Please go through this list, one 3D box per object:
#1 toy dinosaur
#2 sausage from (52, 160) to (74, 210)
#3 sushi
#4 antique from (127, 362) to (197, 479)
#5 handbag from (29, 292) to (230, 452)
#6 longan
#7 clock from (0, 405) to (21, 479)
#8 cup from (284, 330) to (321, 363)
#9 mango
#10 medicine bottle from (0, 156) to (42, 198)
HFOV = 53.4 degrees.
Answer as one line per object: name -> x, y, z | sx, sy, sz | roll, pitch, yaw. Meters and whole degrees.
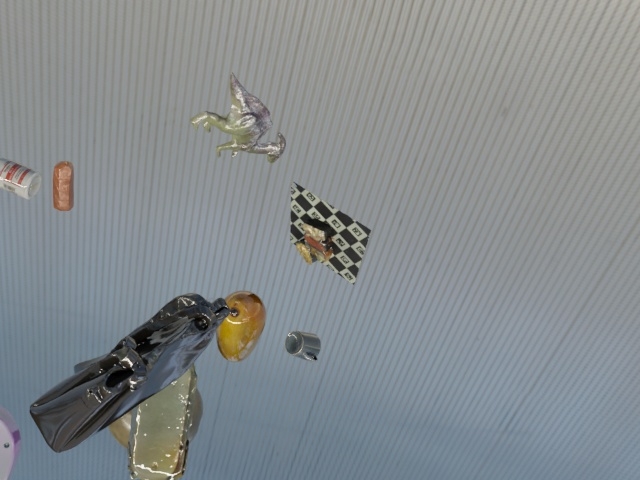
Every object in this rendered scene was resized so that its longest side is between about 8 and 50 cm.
toy dinosaur -> -0.187, -0.263, 1.483 | 0.162, 0.077, 0.294 | -22, 156, 7
sausage -> -0.811, -0.180, 2.007 | 0.065, 0.065, 0.169 | 12, 116, 1
sushi -> 0.000, 0.000, 1.776 | 0.264, 0.050, 0.290 | 34, 148, 17
antique -> -0.354, 0.396, 1.412 | 0.125, 0.284, 0.150 | 7, 171, -19
handbag -> -0.293, 0.198, 1.019 | 0.257, 0.285, 0.113 | -36, 86, 39
longan -> -0.564, 0.588, 2.178 | 0.319, 0.319, 0.319 | 4, 124, 6
clock -> -0.807, 0.460, 1.314 | 0.338, 0.338, 0.102 | 32, 163, -12
cup -> -0.046, 0.299, 1.767 | 0.078, 0.100, 0.077 | -48, 142, 13
mango -> -0.191, 0.207, 1.519 | 0.113, 0.138, 0.253 | 20, 142, 6
medicine bottle -> -0.810, -0.169, 1.661 | 0.140, 0.079, 0.079 | 24, 124, -1
